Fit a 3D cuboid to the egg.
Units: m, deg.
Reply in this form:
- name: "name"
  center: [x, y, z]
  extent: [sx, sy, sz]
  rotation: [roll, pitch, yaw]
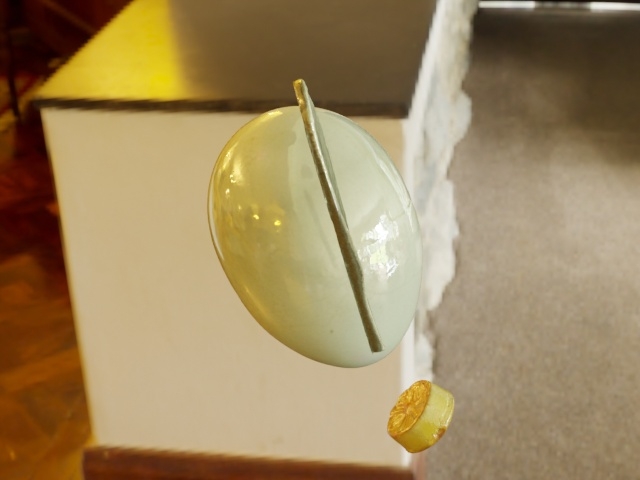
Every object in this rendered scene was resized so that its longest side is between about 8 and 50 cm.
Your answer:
- name: "egg"
  center: [0.000, 0.000, 0.870]
  extent: [0.151, 0.209, 0.151]
  rotation: [-23, 18, 8]

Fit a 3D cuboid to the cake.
- name: "cake"
  center: [0.115, 0.200, 1.313]
  extent: [0.044, 0.084, 0.084]
  rotation: [36, 21, -18]

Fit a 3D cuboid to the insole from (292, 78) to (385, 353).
- name: "insole"
  center: [0.013, -0.009, 0.681]
  extent: [0.010, 0.192, 0.063]
  rotation: [-16, 38, 3]
